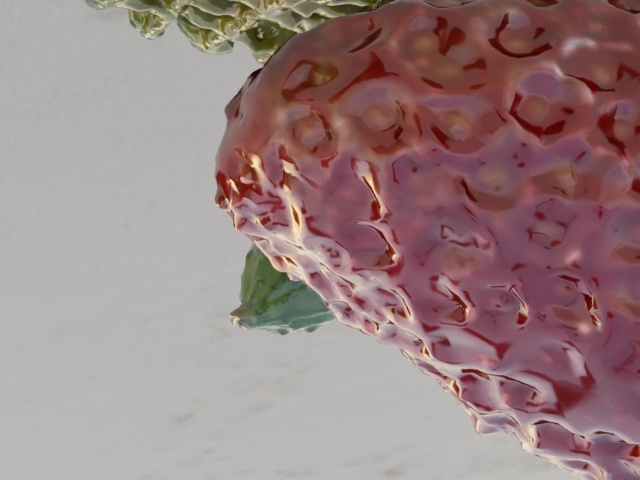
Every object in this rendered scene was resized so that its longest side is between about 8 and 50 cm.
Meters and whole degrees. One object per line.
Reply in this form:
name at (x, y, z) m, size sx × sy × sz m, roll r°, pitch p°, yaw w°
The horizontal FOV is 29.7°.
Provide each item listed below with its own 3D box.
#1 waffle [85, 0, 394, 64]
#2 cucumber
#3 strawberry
waffle at (-0.030, -0.124, 0.577) m, size 0.204 × 0.054 × 0.223 m, roll 13°, pitch 175°, yaw 23°
cucumber at (0.003, 0.002, 1.007) m, size 0.134 × 0.134 × 0.244 m, roll -26°, pitch -166°, yaw 48°
strawberry at (0.082, -0.015, 0.428) m, size 0.244 × 0.205 × 0.205 m, roll 14°, pitch 156°, yaw -23°
